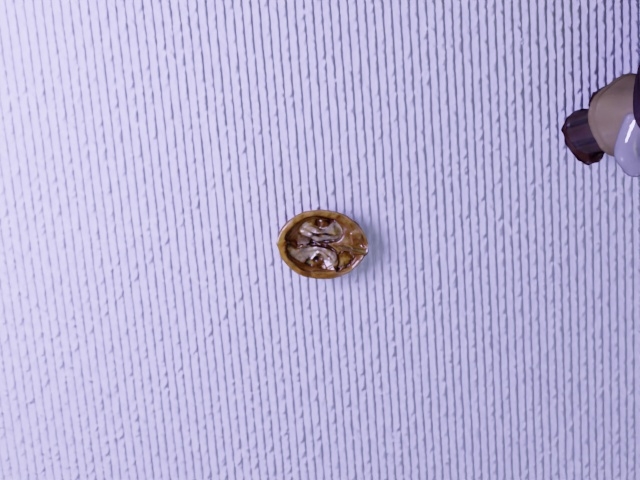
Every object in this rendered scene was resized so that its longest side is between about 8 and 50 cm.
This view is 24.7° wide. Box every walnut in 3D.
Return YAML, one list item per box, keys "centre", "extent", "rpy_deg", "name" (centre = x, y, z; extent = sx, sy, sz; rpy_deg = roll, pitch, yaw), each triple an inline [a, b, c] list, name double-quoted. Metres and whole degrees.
- centre: [0.000, 0.000, 1.886]
  extent: [0.121, 0.052, 0.091]
  rpy_deg: [7, 104, -11]
  name: "walnut"

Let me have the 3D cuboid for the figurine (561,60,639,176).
- centre: [0.431, -0.144, 1.717]
  extent: [0.218, 0.365, 0.206]
  rpy_deg: [-27, 82, -20]
  name: "figurine"
